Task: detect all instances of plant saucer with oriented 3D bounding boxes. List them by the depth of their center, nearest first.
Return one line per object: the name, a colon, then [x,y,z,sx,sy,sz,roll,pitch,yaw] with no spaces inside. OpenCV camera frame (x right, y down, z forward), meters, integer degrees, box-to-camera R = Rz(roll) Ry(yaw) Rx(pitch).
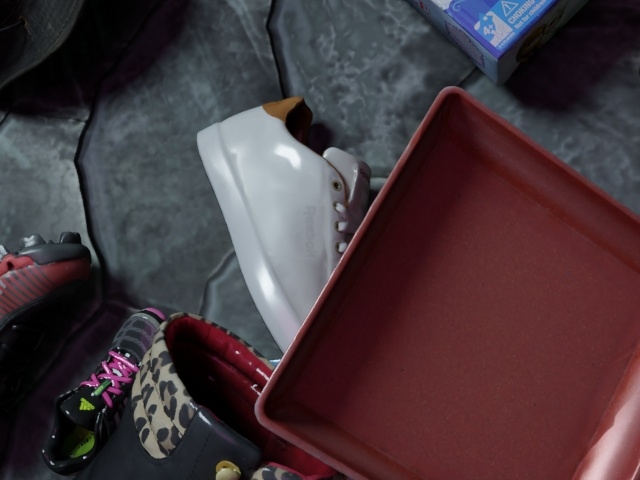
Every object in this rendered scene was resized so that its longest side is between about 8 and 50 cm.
plant saucer: [0.123,0.070,0.493,0.259,0.048,0.258,33,78,-8]

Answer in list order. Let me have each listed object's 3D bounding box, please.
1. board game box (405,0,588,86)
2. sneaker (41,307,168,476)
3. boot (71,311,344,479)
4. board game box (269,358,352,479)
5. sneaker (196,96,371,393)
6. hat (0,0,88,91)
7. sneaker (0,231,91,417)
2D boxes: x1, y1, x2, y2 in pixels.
board game box: [0.147,-0.347,0.577,0.318,0.066,0.318,-45,74,5]
sneaker: [-0.188,0.138,0.626,0.063,0.075,0.170,31,92,18]
boot: [-0.078,0.257,0.483,0.377,0.138,0.284,44,109,42]
board game box: [-0.003,0.173,0.592,0.103,0.026,0.154,-10,80,14]
sneaker: [0.000,0.000,0.562,0.123,0.106,0.290,-27,67,4]
hat: [-0.352,-0.294,0.647,0.331,0.134,0.331,5,98,38]
sneaker: [-0.306,0.103,0.654,0.276,0.097,0.135,-35,74,11]
